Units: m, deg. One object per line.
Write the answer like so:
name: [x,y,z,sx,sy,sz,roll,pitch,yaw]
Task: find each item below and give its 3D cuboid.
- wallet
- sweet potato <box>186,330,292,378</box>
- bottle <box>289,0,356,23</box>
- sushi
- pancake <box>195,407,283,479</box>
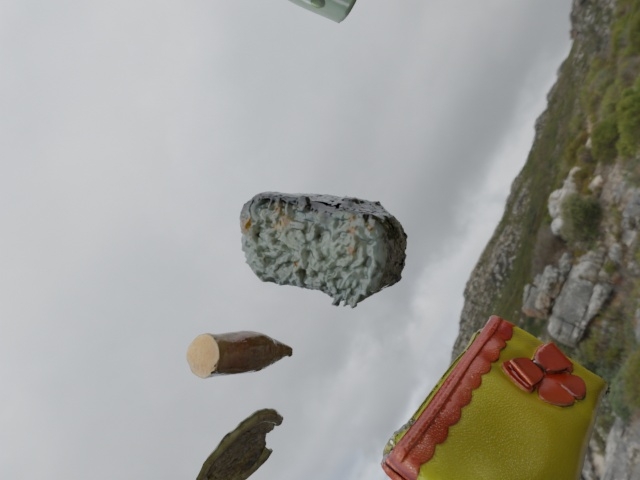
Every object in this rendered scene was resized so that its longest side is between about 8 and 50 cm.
wallet: [0.172,0.165,0.388,0.241,0.141,0.067,-29,-33,-45]
sweet potato: [-0.194,0.310,1.181,0.337,0.131,0.131,7,-73,-45]
bottle: [-0.075,-0.621,0.865,0.352,0.229,0.229,15,-77,-19]
sushi: [0.000,0.000,0.580,0.126,0.225,0.136,-4,-73,-58]
pancake: [-0.171,0.456,0.903,0.212,0.029,0.235,-15,-50,-42]
